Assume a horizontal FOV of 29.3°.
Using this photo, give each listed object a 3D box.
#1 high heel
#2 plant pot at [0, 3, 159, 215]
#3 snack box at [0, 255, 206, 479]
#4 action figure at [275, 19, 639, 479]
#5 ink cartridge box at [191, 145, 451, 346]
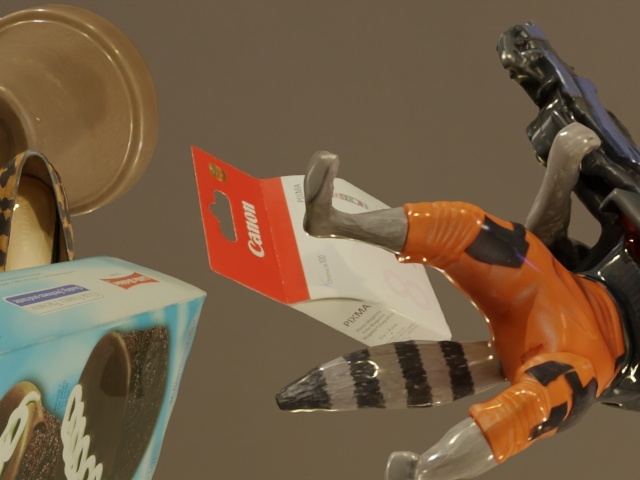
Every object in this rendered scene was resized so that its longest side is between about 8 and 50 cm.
[{"bbox_3d":[-0.233,0.059,1.028,0.186,0.093,0.261,109,-34,-46],"label":"high heel"},{"bbox_3d":[-0.352,-0.135,1.440,0.263,0.229,0.263,5,-72,15],"label":"plant pot"},{"bbox_3d":[-0.146,0.170,0.466,0.060,0.187,0.322,20,-80,16],"label":"snack box"},{"bbox_3d":[0.136,0.019,0.776,0.178,0.330,0.341,-61,-140,39],"label":"action figure"},{"bbox_3d":[0.000,0.000,1.109,0.232,0.189,0.066,33,-65,-32],"label":"ink cartridge box"}]
